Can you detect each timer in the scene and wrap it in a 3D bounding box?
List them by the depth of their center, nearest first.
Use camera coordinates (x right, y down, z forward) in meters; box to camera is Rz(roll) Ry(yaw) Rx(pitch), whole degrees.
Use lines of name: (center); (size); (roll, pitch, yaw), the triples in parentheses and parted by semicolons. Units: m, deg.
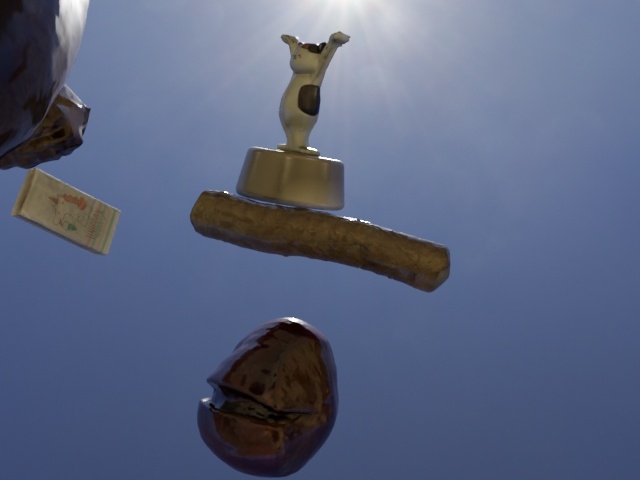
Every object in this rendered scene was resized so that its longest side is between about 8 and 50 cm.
timer: (-0.030, -0.191, 1.153); (0.175, 0.175, 0.266); (10, -83, 11)

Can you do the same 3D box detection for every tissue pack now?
tissue pack: (-0.267, -0.028, 0.778); (0.023, 0.108, 0.056); (-6, -119, 41)

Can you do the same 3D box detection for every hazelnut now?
hazelnut: (-0.063, 0.199, 0.953); (0.177, 0.178, 0.204); (13, -101, 13)

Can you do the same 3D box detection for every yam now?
yam: (0.000, 0.000, 0.991); (0.356, 0.081, 0.081); (15, -121, 12)

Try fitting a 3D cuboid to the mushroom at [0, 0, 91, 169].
mushroom: (-0.299, -0.168, 0.433); (0.345, 0.239, 0.345); (24, -159, -10)
